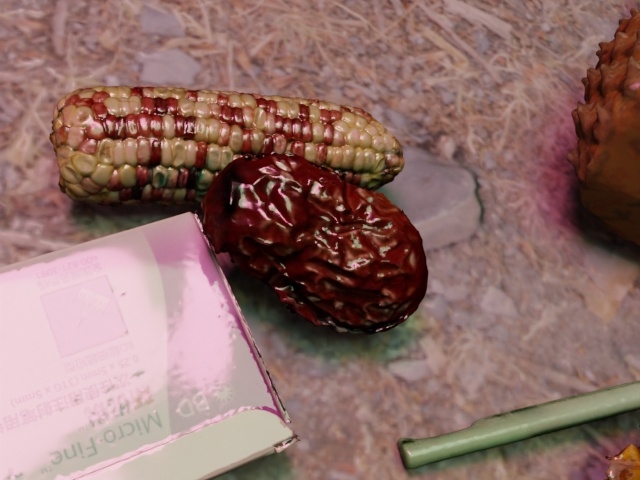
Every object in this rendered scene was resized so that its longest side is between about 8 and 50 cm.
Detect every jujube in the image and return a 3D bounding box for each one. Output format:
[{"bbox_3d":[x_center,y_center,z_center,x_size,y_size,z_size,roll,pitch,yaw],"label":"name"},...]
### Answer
[{"bbox_3d":[0.001,-0.003,0.524,0.166,0.104,0.104,36,55,-27],"label":"jujube"}]

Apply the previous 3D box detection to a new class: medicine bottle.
[{"bbox_3d":[-0.138,0.086,0.477,0.201,0.052,0.171,-17,69,-23],"label":"medicine bottle"}]

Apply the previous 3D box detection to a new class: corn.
[{"bbox_3d":[-0.062,-0.068,0.560,0.253,0.086,0.086,-2,64,-19],"label":"corn"}]

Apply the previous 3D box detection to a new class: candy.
[{"bbox_3d":[0.266,0.108,0.573,0.439,0.119,0.119,-10,67,-15],"label":"candy"}]

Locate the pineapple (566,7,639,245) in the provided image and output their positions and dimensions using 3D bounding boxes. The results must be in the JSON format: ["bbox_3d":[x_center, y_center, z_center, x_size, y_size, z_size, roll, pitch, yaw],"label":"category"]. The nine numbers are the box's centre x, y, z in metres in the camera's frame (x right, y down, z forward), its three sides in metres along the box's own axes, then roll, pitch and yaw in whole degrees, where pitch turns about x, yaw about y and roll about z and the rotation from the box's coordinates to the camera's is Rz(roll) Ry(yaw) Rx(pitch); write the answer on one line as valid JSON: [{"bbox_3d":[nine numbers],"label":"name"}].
[{"bbox_3d":[0.328,-0.151,0.669,0.202,0.202,0.362,25,51,-3],"label":"pineapple"}]

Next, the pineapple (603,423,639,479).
[{"bbox_3d":[0.275,0.199,0.495,0.224,0.076,0.225,1,87,-12],"label":"pineapple"}]
